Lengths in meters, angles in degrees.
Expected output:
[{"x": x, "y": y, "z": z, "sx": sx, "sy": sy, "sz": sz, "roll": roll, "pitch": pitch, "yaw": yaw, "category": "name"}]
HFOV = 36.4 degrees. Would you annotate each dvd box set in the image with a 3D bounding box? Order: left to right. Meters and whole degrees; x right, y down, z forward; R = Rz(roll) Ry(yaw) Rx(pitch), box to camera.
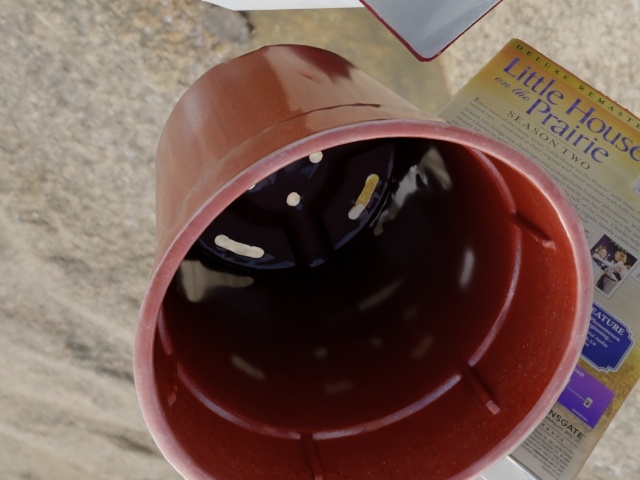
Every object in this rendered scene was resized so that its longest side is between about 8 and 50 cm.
[{"x": 0.194, "y": 0.006, "z": 0.929, "sx": 0.308, "sy": 0.420, "sz": 0.062, "roll": 37, "pitch": 147, "yaw": 12, "category": "dvd box set"}]

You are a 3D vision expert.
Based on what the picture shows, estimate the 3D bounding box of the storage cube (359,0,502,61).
[{"x": 0.073, "y": -0.261, "z": 0.579, "sx": 0.184, "sy": 0.193, "sz": 0.215, "roll": -35, "pitch": 118, "yaw": 30, "category": "storage cube"}]

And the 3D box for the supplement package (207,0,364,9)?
[{"x": -0.047, "y": -0.436, "z": 1.358, "sx": 0.263, "sy": 0.198, "sz": 0.199, "roll": 4, "pitch": -174, "yaw": 22, "category": "supplement package"}]

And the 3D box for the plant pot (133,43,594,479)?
[{"x": 0.000, "y": 0.000, "z": 0.666, "sx": 0.272, "sy": 0.272, "sz": 0.265, "roll": 49, "pitch": -173, "yaw": -30, "category": "plant pot"}]
